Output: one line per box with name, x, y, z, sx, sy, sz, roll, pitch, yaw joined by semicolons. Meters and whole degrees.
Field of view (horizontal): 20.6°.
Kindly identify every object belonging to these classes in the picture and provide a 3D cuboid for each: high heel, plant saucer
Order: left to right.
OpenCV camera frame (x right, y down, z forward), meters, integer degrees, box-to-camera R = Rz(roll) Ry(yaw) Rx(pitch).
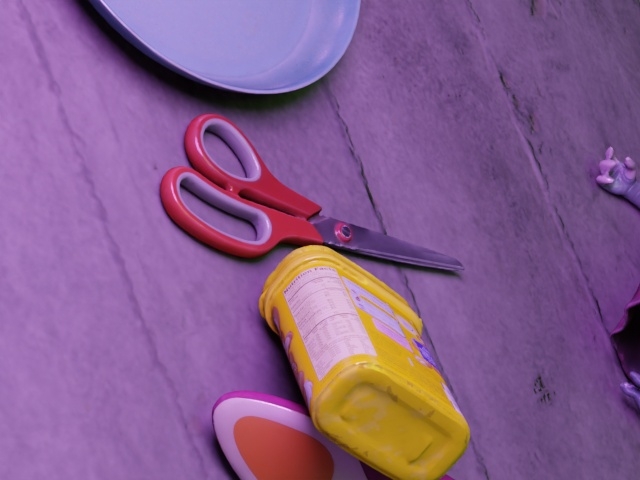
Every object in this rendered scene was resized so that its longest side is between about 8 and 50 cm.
plant saucer;-0.100;-0.253;1.382;0.317;0.044;0.317;21;57;-35
high heel;0.025;0.165;1.279;0.244;0.082;0.117;29;18;-12

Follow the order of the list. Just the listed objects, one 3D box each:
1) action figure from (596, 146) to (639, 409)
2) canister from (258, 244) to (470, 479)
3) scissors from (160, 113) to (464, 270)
action figure;0.408;-0.007;1.587;0.276;0.248;0.370;51;46;-12
canister;0.031;0.087;1.244;0.126;0.073;0.170;35;14;-25
scissors;0.000;0.000;1.365;0.297;0.021;0.109;30;48;-30
